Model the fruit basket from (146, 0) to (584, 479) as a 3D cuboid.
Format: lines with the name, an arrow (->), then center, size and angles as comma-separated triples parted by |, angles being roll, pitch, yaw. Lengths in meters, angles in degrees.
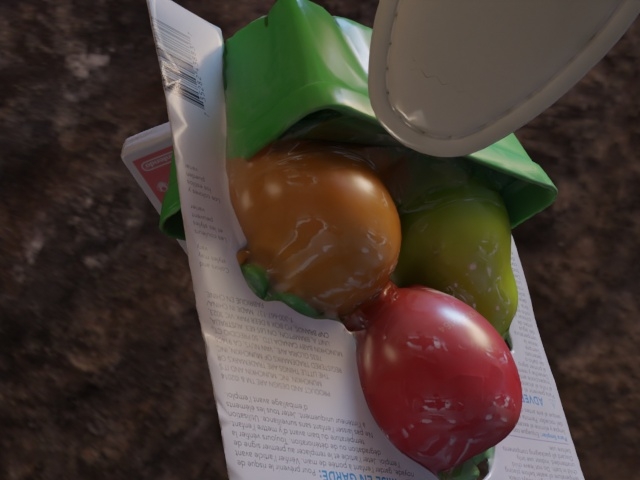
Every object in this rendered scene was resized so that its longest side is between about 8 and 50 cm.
fruit basket -> 0.032, 0.044, 0.894 | 0.327, 0.165, 0.353 | 15, -122, -45

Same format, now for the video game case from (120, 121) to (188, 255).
video game case -> 0.000, 0.000, 1.161 | 0.204, 0.025, 0.285 | -19, -55, 19

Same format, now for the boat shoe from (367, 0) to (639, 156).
boat shoe -> 0.123, -0.175, 0.686 | 0.109, 0.091, 0.305 | 31, -81, 0
